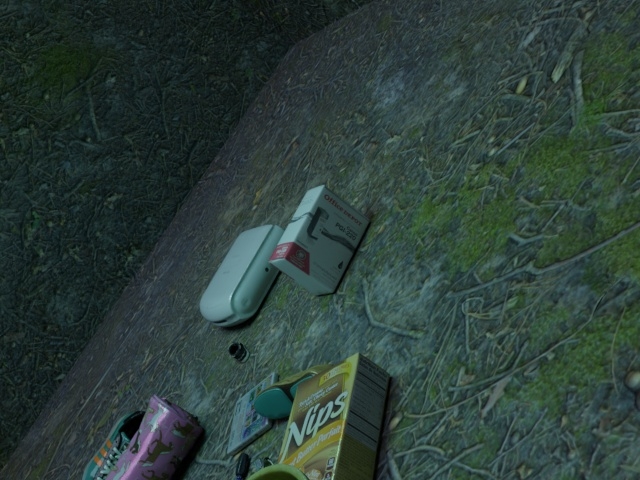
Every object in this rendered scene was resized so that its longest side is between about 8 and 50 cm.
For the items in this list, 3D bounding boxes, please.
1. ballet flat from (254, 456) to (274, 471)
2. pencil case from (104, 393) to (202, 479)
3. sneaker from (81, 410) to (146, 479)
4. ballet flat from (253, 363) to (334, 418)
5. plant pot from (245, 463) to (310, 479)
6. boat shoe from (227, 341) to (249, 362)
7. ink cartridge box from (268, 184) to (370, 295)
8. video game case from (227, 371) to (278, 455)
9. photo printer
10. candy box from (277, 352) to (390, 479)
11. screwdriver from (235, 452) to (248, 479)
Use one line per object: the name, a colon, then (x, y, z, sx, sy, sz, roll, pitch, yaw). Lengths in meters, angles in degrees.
ballet flat: (-0.103, 0.462, 1.443, 0.041, 0.041, 0.114, -50, 23, 7)
pencil case: (-0.450, 0.579, 1.805, 0.386, 0.160, 0.167, -59, -7, -13)
sneaker: (-0.574, 0.610, 2.075, 0.121, 0.108, 0.302, -37, 25, 45)
ballet flat: (-0.047, 0.315, 1.532, 0.232, 0.080, 0.073, -29, 3, 41)
plant pot: (-0.008, 0.470, 0.936, 0.276, 0.254, 0.276, -42, 23, 23)
boat shoe: (-0.225, 0.291, 1.950, 0.046, 0.038, 0.125, -55, 22, -5)
ink cartridge box: (0.000, 0.000, 1.774, 0.092, 0.158, 0.218, -17, 41, 58)
video game case: (-0.153, 0.394, 1.672, 0.143, 0.019, 0.157, -41, 23, 27)
photo printer: (-0.226, 0.110, 2.136, 0.256, 0.107, 0.308, -11, 46, 60)
candy box: (0.011, 0.370, 1.278, 0.183, 0.087, 0.316, -35, 28, 39)
screwdriver: (-0.172, 0.517, 1.518, 0.170, 0.024, 0.025, -81, 6, -48)
